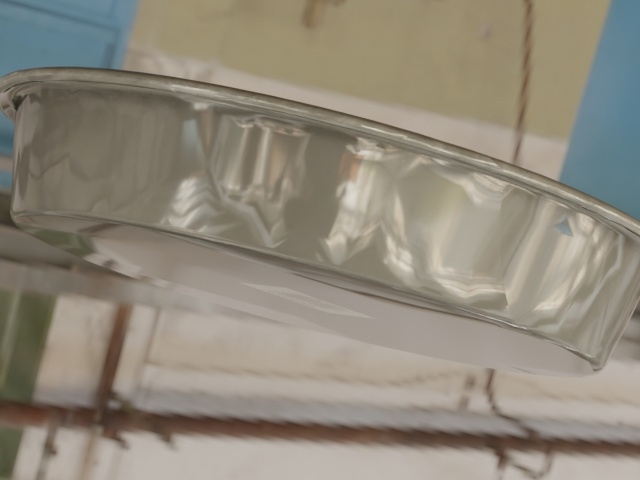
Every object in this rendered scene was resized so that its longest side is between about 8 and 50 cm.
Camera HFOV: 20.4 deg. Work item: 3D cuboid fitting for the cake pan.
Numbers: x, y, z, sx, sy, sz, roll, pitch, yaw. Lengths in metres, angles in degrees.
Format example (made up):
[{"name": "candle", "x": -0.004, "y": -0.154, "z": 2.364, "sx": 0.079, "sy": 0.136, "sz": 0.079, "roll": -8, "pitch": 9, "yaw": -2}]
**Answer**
[{"name": "cake pan", "x": 0.000, "y": 0.000, "z": 0.741, "sx": 0.293, "sy": 0.054, "sz": 0.293, "roll": 14, "pitch": 172, "yaw": 2}]
